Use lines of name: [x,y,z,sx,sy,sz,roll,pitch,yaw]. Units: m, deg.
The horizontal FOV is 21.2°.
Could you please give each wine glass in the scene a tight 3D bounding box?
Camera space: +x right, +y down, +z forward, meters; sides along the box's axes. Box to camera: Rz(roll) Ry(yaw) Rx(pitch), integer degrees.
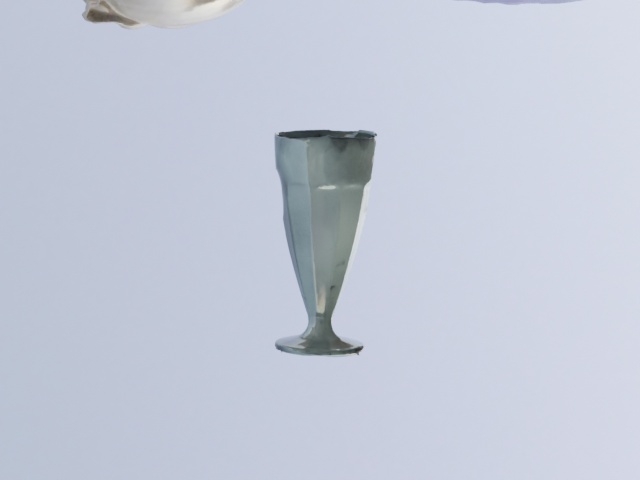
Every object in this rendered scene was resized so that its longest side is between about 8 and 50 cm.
wine glass: [0.000,0.000,1.191,0.073,0.073,0.155,-10,-74,-54]

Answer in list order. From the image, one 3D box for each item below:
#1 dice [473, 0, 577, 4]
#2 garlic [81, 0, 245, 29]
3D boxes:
dice: [0.130,-0.313,0.985,0.271,0.270,0.270,-2,-114,-15]
garlic: [-0.138,-0.300,1.227,0.203,0.184,0.281,-27,-127,-31]
